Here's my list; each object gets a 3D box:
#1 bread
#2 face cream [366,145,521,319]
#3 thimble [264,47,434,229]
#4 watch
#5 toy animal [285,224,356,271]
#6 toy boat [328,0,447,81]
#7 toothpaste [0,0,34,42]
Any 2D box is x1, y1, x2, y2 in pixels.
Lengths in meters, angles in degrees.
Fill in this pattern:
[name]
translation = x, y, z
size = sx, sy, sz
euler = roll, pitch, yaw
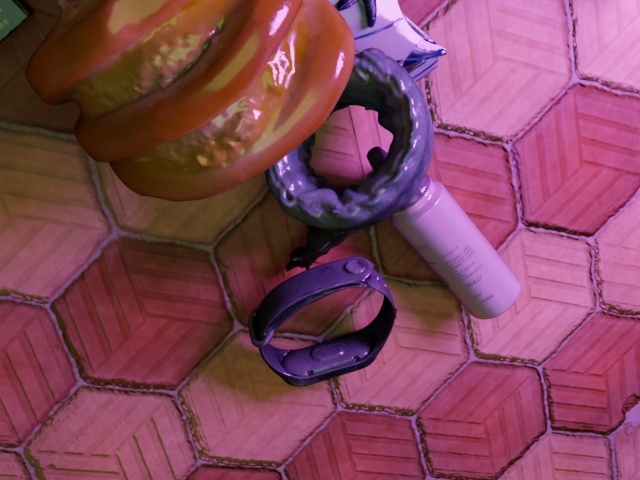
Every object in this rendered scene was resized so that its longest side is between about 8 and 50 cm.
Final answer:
[bread]
translation = -0.135, -0.184, 0.745
size = 0.316, 0.211, 0.270
euler = -30, 99, 12
[face cream]
translation = 0.167, -0.016, 1.024
size = 0.092, 0.092, 0.311
euler = -42, 114, 2
[thimble]
translation = 0.036, -0.124, 0.891
size = 0.198, 0.143, 0.235
euler = 31, 95, 10
[watch]
translation = 0.003, 0.117, 1.017
size = 0.207, 0.068, 0.192
euler = -13, 130, -7
[toy animal]
translation = 0.000, 0.000, 1.001
size = 0.136, 0.065, 0.047
euler = -37, 113, 14
[toy boat]
translation = 0.046, -0.317, 0.908
size = 0.292, 0.070, 0.210
euler = 9, 111, -21
[toothpaste]
translation = -0.466, -0.176, 0.815
size = 0.320, 0.076, 0.066
euler = -41, 116, 3
